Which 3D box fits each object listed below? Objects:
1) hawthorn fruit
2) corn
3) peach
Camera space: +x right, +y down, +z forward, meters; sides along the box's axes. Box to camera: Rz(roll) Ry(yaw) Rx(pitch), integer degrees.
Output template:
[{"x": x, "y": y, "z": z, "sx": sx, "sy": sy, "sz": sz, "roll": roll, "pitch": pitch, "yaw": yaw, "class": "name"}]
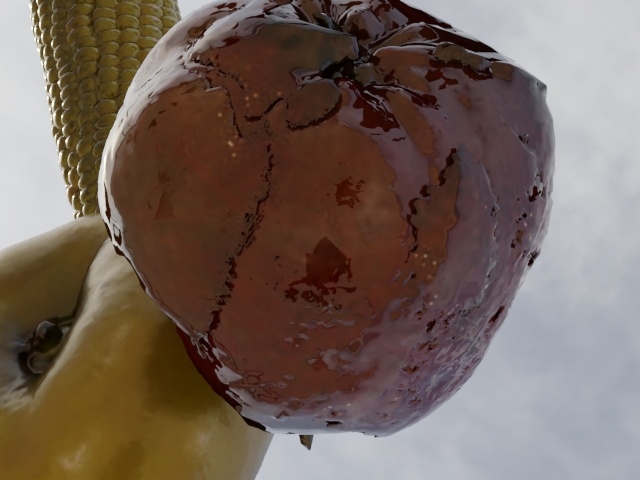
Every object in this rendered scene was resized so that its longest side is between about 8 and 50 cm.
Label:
[{"x": 0.000, "y": 0.000, "z": 0.475, "sx": 0.148, "sy": 0.148, "sz": 0.172, "roll": 26, "pitch": -49, "yaw": 26, "class": "hawthorn fruit"}, {"x": -0.126, "y": -0.091, "z": 0.895, "sx": 0.101, "sy": 0.101, "sz": 0.310, "roll": -35, "pitch": -125, "yaw": 31, "class": "corn"}, {"x": -0.093, "y": 0.059, "z": 0.582, "sx": 0.179, "sy": 0.179, "sz": 0.103, "roll": 0, "pitch": -47, "yaw": 32, "class": "peach"}]
